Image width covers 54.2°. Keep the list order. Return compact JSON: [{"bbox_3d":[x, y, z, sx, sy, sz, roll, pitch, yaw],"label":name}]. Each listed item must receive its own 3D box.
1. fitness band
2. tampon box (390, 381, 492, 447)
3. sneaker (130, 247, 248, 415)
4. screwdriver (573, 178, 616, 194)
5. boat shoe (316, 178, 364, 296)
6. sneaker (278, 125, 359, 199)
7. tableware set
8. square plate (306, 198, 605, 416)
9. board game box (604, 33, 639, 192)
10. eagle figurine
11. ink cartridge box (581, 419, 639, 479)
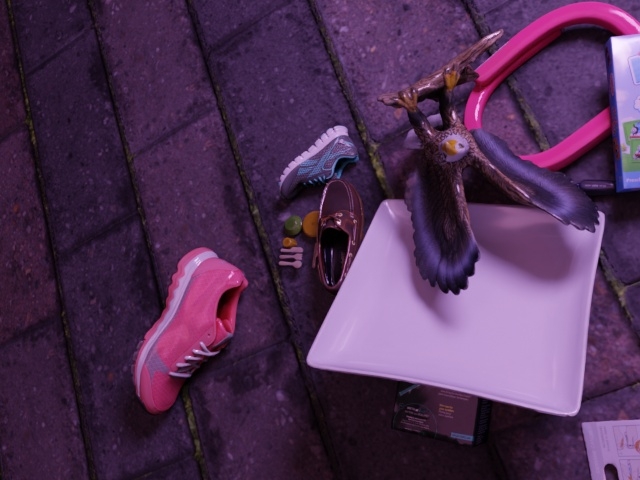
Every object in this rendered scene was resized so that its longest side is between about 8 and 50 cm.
[{"bbox_3d":[0.354,-0.224,0.951,0.290,0.054,0.209,-39,68,15],"label":"fitness band"},{"bbox_3d":[0.185,0.203,0.909,0.120,0.101,0.161,7,81,26],"label":"tampon box"},{"bbox_3d":[-0.228,0.173,1.110,0.136,0.116,0.314,20,88,26],"label":"sneaker"},{"bbox_3d":[0.354,-0.077,0.937,0.169,0.024,0.025,-1,108,32],"label":"screwdriver"},{"bbox_3d":[0.030,-0.010,1.022,0.073,0.073,0.207,-13,69,24],"label":"boat shoe"},{"bbox_3d":[-0.002,-0.122,1.095,0.166,0.065,0.076,-43,68,14],"label":"sneaker"},{"bbox_3d":[0.000,0.000,1.090,0.154,0.024,0.104,0,76,27],"label":"tableware set"},{"bbox_3d":[0.198,0.074,0.878,0.343,0.049,0.347,6,46,26],"label":"square plate"},{"bbox_3d":[0.481,-0.177,0.848,0.160,0.039,0.212,-4,85,11],"label":"board game box"},{"bbox_3d":[0.204,-0.097,0.870,0.226,0.225,0.298,-33,83,49],"label":"eagle figurine"},{"bbox_3d":[0.472,0.314,0.788,0.232,0.066,0.189,-20,70,43],"label":"ink cartridge box"}]
